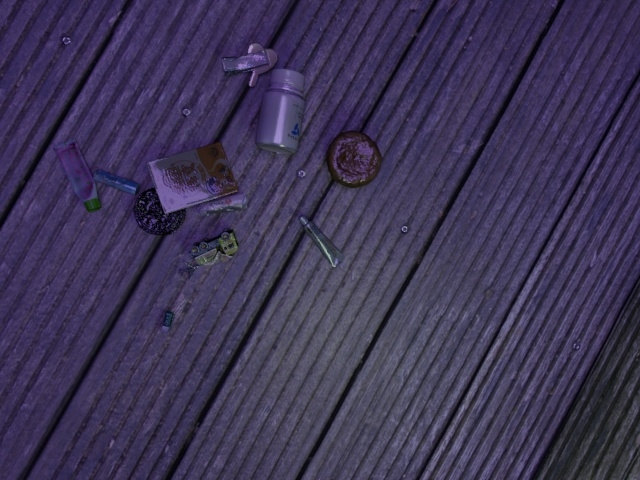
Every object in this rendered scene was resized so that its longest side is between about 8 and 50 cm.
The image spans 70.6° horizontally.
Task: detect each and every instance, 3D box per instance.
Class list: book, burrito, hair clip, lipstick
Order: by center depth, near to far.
[{"bbox_3d":[-0.771,-0.221,1.712,0.157,0.048,0.048,20,90,-9],"label":"lipstick"},{"bbox_3d":[-0.488,-0.244,1.741,0.295,0.020,0.208,-21,93,-17],"label":"book"},{"bbox_3d":[-0.268,-0.682,1.758,0.218,0.071,0.159,-15,101,-2],"label":"hair clip"},{"bbox_3d":[-0.381,-0.136,1.775,0.203,0.064,0.064,-14,95,-10],"label":"burrito"}]

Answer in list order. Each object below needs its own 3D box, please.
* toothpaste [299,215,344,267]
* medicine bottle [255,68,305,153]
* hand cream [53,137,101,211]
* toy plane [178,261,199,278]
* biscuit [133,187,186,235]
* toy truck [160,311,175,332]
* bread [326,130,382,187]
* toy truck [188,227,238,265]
[{"bbox_3d":[0.000,0.000,1.854,0.067,0.037,0.255,-43,102,-10],"label":"toothpaste"},{"bbox_3d":[-0.148,-0.491,1.737,0.170,0.170,0.293,8,92,-9],"label":"medicine bottle"},{"bbox_3d":[-0.906,-0.241,1.697,0.079,0.050,0.275,-25,91,-32],"label":"hand cream"},{"bbox_3d":[-0.517,0.114,1.783,0.084,0.024,0.078,-15,114,-8],"label":"toy plane"},{"bbox_3d":[-0.617,-0.113,1.741,0.194,0.053,0.195,-1,94,-8],"label":"biscuit"},{"bbox_3d":[-0.599,0.319,1.772,0.039,0.044,0.083,15,90,-7],"label":"toy truck"},{"bbox_3d":[0.128,-0.321,1.815,0.229,0.123,0.230,-2,98,-12],"label":"bread"},{"bbox_3d":[-0.410,0.039,1.767,0.191,0.085,0.116,-25,106,-4],"label":"toy truck"}]
